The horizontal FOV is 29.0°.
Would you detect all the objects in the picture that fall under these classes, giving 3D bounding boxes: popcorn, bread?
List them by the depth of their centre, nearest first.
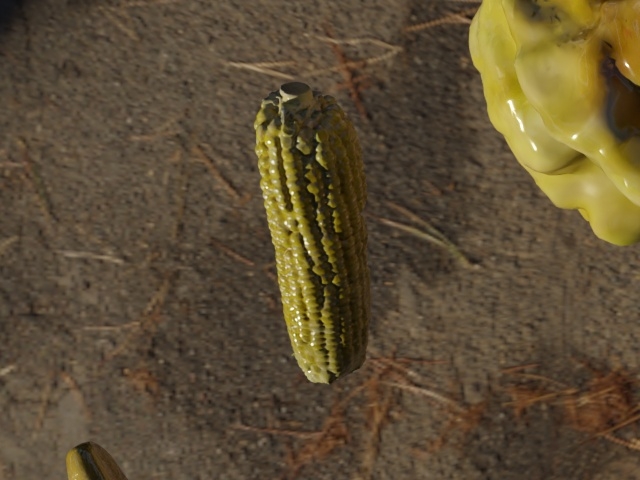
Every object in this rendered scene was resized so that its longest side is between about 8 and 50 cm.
[{"bbox_3d":[0.282,-0.112,0.741,0.349,0.349,0.382,-44,64,21],"label":"popcorn"},{"bbox_3d":[-0.238,0.275,1.341,0.056,0.082,0.115,-36,82,-1],"label":"bread"}]

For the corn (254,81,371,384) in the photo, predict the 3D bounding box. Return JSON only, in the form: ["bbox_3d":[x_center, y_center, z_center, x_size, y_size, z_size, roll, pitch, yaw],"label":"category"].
[{"bbox_3d":[0.000,0.000,1.027,0.086,0.086,0.288,18,132,31],"label":"corn"}]
